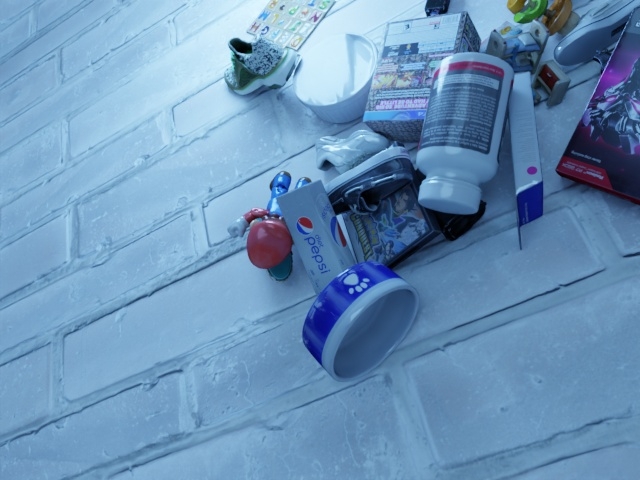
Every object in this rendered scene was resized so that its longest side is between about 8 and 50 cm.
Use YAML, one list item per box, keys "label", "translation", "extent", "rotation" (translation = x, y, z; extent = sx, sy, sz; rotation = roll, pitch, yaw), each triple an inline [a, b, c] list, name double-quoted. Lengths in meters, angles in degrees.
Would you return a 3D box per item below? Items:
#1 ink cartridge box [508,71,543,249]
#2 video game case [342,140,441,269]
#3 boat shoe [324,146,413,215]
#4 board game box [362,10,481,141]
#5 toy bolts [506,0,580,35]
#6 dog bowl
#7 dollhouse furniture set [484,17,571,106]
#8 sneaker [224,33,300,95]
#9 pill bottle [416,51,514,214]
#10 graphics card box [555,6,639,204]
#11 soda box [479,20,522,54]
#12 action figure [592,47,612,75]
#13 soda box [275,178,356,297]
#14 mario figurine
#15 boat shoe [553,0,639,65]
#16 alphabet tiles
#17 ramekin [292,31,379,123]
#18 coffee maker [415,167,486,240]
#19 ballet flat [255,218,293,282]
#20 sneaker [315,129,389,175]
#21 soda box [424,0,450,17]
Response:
- label: "ink cartridge box"
  translation: [0.469, -0.181, 1.129]
  extent: [0.069, 0.176, 0.371]
  rotation: [-3, 67, 23]
- label: "video game case"
  translation: [0.159, -0.069, 1.244]
  extent: [0.248, 0.035, 0.275]
  rotation: [-42, 52, 38]
- label: "boat shoe"
  translation: [0.105, -0.113, 1.218]
  extent: [0.301, 0.108, 0.102]
  rotation: [-28, 60, 37]
- label: "board game box"
  translation: [0.272, -0.424, 1.308]
  extent: [0.232, 0.141, 0.291]
  rotation: [9, 82, 36]
- label: "toy bolts"
  translation: [0.628, -0.664, 1.296]
  extent: [0.218, 0.158, 0.229]
  rotation: [-84, 18, -59]
- label: "dog bowl"
  translation: [0.091, 0.180, 1.096]
  extent: [0.265, 0.265, 0.104]
  rotation: [-49, 54, -2]
- label: "dollhouse furniture set"
  translation: [0.514, -0.434, 1.226]
  extent: [0.129, 0.129, 0.184]
  rotation: [-18, 59, -6]
- label: "sneaker"
  translation: [-0.233, -0.599, 1.608]
  extent: [0.410, 0.182, 0.158]
  rotation: [13, 70, 53]
- label: "pill bottle"
  translation: [0.310, -0.226, 1.081]
  extent: [0.176, 0.176, 0.319]
  rotation: [9, 83, 28]
- label: "graphics card box"
  translation: [0.692, -0.271, 1.031]
  extent: [0.232, 0.094, 0.371]
  rotation: [31, 107, 32]
- label: "soda box"
  translation: [0.464, -0.509, 1.347]
  extent: [0.183, 0.058, 0.063]
  rotation: [-41, 57, 5]
- label: "action figure"
  translation: [0.780, -0.465, 1.115]
  extent: [0.275, 0.164, 0.141]
  rotation: [-37, 81, 28]
- label: "soda box"
  translation: [0.000, 0.000, 1.229]
  extent: [0.098, 0.091, 0.286]
  rotation: [-20, 97, 29]
- label: "mario figurine"
  translation: [-0.120, -0.040, 1.336]
  extent: [0.198, 0.170, 0.321]
  rotation: [-9, 39, 26]
- label: "boat shoe"
  translation: [0.694, -0.540, 1.232]
  extent: [0.267, 0.096, 0.088]
  rotation: [-33, 54, 8]
- label: "alphabet tiles"
  translation: [-0.114, -0.813, 1.786]
  extent: [0.285, 0.011, 0.342]
  rotation: [34, 85, 32]
- label: "ramekin"
  translation: [0.063, -0.478, 1.484]
  extent: [0.272, 0.127, 0.273]
  rotation: [-10, 64, 22]
- label: "coffee maker"
  translation: [0.292, -0.086, 1.223]
  extent: [0.171, 0.120, 0.178]
  rotation: [-53, 52, 27]
- label: "ballet flat"
  translation: [-0.131, 0.029, 1.384]
  extent: [0.091, 0.077, 0.241]
  rotation: [-8, 55, -15]
- label: "sneaker"
  translation: [0.089, -0.241, 1.400]
  extent: [0.232, 0.090, 0.115]
  rotation: [-4, 73, 34]
- label: "soda box"
  translation: [0.367, -0.756, 1.506]
  extent: [0.060, 0.053, 0.169]
  rotation: [8, 71, 28]
